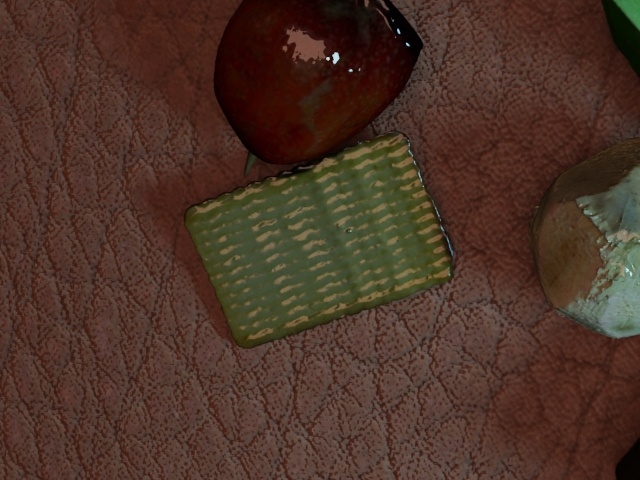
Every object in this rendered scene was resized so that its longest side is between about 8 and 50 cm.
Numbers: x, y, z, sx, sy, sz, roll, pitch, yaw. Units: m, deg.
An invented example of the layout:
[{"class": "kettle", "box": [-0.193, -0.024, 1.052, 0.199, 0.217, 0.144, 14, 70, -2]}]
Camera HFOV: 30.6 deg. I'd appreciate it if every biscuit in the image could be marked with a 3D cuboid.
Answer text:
[{"class": "biscuit", "box": [0.000, 0.000, 1.219, 0.255, 0.029, 0.172, -19, 103, 12]}]

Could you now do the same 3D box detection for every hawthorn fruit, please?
[{"class": "hawthorn fruit", "box": [-0.019, -0.167, 1.165, 0.189, 0.189, 0.251, 43, 121, 5]}]

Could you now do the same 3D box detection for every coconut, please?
[{"class": "coconut", "box": [0.289, 0.001, 1.110, 0.195, 0.194, 0.194, 1, 93, 10]}]

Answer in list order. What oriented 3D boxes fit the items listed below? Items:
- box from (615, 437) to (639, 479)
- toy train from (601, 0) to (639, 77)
[{"class": "box", "box": [0.417, 0.175, 1.090, 0.143, 0.184, 0.273, 37, 98, 7]}, {"class": "toy train", "box": [0.348, -0.174, 1.063, 0.132, 0.243, 0.188, -38, 71, 10]}]
